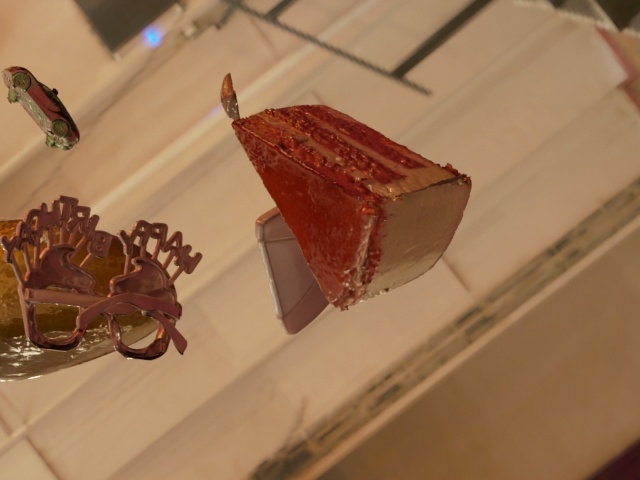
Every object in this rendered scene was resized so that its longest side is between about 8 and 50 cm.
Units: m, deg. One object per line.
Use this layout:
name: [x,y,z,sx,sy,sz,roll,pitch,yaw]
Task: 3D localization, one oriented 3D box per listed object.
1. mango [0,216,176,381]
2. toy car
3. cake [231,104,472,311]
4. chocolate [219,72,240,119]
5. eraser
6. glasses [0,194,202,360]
mango: [-0.369,0.080,1.613,0.253,0.364,0.182,79,-167,-58]
toy car: [-0.386,-0.187,1.724,0.142,0.055,0.069,51,158,-4]
cake: [0.027,-0.042,1.406,0.262,0.158,0.160,34,129,42]
chocolate: [-0.166,-0.260,2.231,0.101,0.031,0.065,-104,5,-50]
eraser: [-0.001,0.000,1.897,0.059,0.243,0.204,14,128,39]
glasses: [-0.222,0.037,1.327,0.255,0.095,0.162,13,-109,-43]
